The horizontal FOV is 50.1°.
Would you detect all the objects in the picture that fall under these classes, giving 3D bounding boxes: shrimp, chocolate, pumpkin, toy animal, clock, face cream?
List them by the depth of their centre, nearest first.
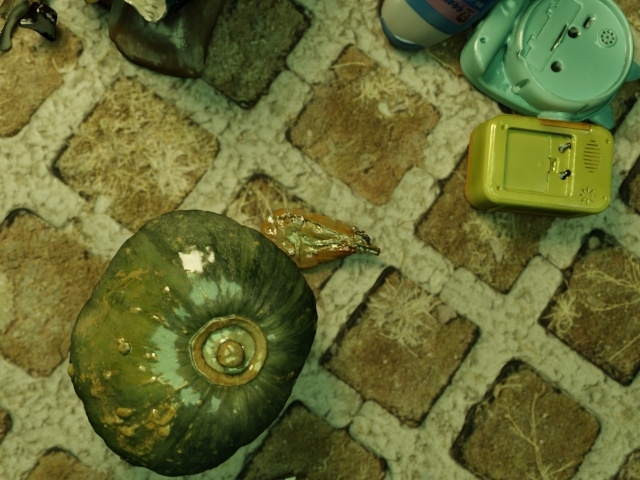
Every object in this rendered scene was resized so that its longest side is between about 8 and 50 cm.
[{"bbox_3d":[-0.172,0.131,0.895,0.291,0.257,0.327,42,76,-16],"label":"pumpkin"},{"bbox_3d":[0.191,-0.377,0.984,0.149,0.264,0.083,28,44,-27],"label":"face cream"},{"bbox_3d":[-0.418,-0.373,0.987,0.105,0.070,0.202,5,89,18],"label":"toy animal"},{"bbox_3d":[-0.216,-0.377,1.002,0.157,0.080,0.254,18,85,-6],"label":"chocolate"},{"bbox_3d":[0.000,0.000,1.033,0.184,0.043,0.091,4,94,0],"label":"shrimp"},{"bbox_3d":[0.332,-0.111,1.047,0.202,0.096,0.143,6,84,-8],"label":"clock"},{"bbox_3d":[0.375,-0.295,1.062,0.274,0.094,0.223,30,85,-3],"label":"clock"}]

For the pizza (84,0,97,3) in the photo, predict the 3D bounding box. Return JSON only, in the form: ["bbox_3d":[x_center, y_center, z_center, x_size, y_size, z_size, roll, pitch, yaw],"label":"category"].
[{"bbox_3d":[-0.326,-0.470,0.977,0.134,0.056,0.271,11,77,-49],"label":"pizza"}]

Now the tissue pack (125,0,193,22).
[{"bbox_3d":[-0.155,-0.511,0.861,0.264,0.253,0.416,38,55,-2],"label":"tissue pack"}]

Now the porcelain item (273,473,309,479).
[{"bbox_3d":[-0.116,0.393,0.990,0.213,0.054,0.084,-7,86,-6],"label":"porcelain item"}]
